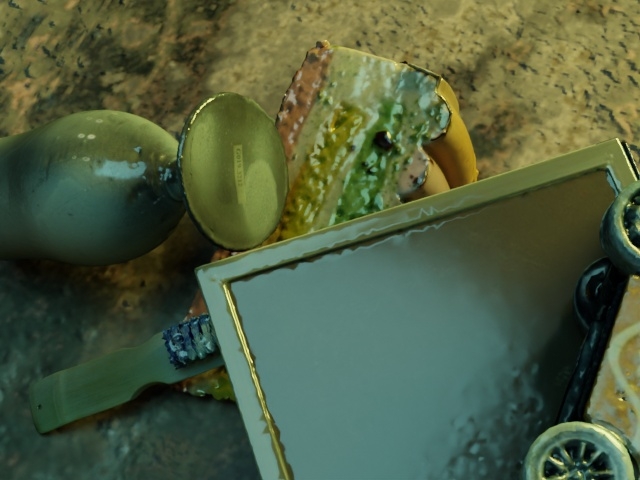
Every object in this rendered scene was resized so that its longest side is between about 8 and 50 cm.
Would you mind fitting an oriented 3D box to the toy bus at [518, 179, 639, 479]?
[{"bbox_3d":[0.192,0.074,0.753,0.167,0.138,0.275,18,69,8],"label":"toy bus"}]

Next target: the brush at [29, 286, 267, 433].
[{"bbox_3d":[-0.094,0.068,0.895,0.178,0.030,0.033,-22,78,18],"label":"brush"}]

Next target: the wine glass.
[{"bbox_3d":[-0.122,-0.031,0.919,0.202,0.093,0.093,-3,55,41],"label":"wine glass"}]

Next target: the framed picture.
[{"bbox_3d":[0.080,0.066,0.836,0.252,0.014,0.197,-17,70,-8],"label":"framed picture"}]

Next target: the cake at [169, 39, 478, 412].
[{"bbox_3d":[0.007,0.005,0.928,0.109,0.090,0.225,23,85,23],"label":"cake"}]
